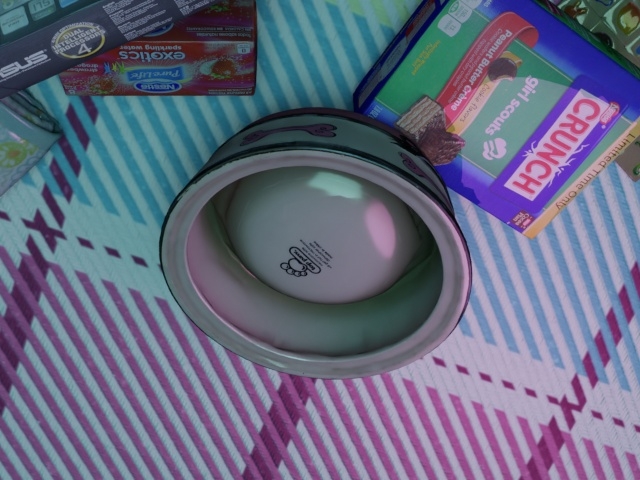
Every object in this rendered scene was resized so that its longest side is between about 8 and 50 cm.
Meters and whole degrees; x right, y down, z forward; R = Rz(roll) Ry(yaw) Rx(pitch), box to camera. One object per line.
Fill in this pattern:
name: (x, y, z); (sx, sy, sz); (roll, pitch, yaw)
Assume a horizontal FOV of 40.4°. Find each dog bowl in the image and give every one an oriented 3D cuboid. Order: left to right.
dog bowl: (0.000, 0.000, 1.177); (0.407, 0.150, 0.408); (5, 132, 5)

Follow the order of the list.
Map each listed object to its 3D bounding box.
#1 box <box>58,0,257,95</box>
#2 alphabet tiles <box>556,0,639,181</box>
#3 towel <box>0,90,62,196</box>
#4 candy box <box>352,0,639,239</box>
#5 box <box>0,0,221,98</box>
box: (-0.209, -0.268, 1.119); (0.256, 0.128, 0.123); (0, 68, -4)
alphabet tiles: (0.454, -0.259, 1.253); (0.285, 0.011, 0.342); (43, 102, -16)
towel: (-0.580, -0.146, 1.125); (0.320, 0.090, 0.374); (-38, 132, 12)
candy box: (0.245, -0.189, 1.167); (0.317, 0.122, 0.268); (30, 121, -17)
box: (-0.258, -0.381, 1.023); (0.394, 0.097, 0.318); (-22, 68, 4)
